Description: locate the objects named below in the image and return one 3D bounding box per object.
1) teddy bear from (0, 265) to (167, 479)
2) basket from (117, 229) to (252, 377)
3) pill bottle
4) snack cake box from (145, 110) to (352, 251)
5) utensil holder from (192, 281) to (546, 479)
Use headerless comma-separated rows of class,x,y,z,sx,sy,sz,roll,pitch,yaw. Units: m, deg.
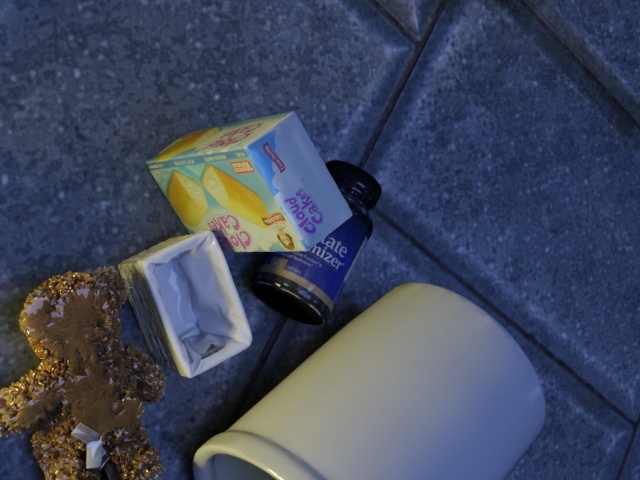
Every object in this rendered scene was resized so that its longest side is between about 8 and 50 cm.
teddy bear,-0.298,0.200,1.333,0.245,0.113,0.338,-35,116,-24
basket,-0.181,0.081,1.407,0.113,0.103,0.167,-27,104,-33
pill bottle,0.000,0.000,1.527,0.123,0.123,0.219,39,67,-29
snack cake box,-0.097,-0.068,1.371,0.089,0.264,0.152,-39,111,-29
utensil holder,0.076,0.283,1.455,0.385,0.327,0.328,-40,111,-31
